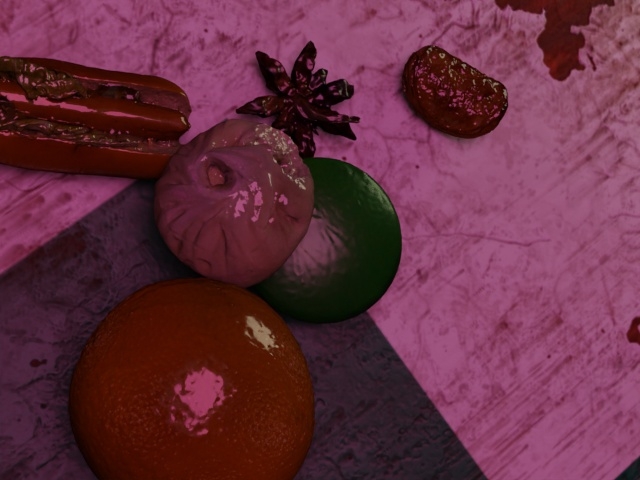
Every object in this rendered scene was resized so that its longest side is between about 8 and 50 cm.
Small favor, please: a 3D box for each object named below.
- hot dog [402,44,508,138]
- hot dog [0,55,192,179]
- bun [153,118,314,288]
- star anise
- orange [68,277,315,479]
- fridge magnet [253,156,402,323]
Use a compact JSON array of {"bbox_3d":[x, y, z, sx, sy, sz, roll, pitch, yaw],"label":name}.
[{"bbox_3d":[0.174,-0.195,1.542,0.147,0.065,0.099,28,76,1],"label":"hot dog"},{"bbox_3d":[-0.317,-0.149,1.373,0.337,0.100,0.135,7,81,-16],"label":"hot dog"},{"bbox_3d":[-0.099,-0.051,1.353,0.193,0.128,0.178,-46,67,-2],"label":"bun"},{"bbox_3d":[-0.029,-0.173,1.486,0.168,0.057,0.168,2,78,-7],"label":"star anise"},{"bbox_3d":[-0.138,0.178,1.297,0.274,0.274,0.274,2,82,-16],"label":"orange"},{"bbox_3d":[0.000,0.000,1.451,0.208,0.088,0.208,3,81,-16],"label":"fridge magnet"}]
